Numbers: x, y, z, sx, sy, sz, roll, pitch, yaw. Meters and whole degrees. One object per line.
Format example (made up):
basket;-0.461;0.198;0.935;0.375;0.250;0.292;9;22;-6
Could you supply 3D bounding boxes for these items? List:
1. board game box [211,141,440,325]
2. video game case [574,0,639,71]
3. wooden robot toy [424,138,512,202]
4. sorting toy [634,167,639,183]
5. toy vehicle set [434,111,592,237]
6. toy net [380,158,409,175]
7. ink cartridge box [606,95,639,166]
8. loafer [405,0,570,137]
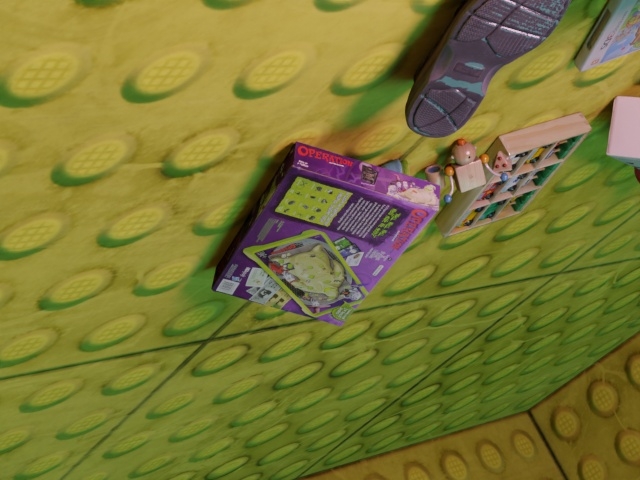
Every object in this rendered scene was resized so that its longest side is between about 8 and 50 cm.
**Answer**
board game box;0.000;0.000;2.053;0.208;0.056;0.347;20;145;-12
video game case;0.468;-0.320;2.058;0.212;0.023;0.193;-22;161;-19
wooden robot toy;0.201;-0.115;2.198;0.173;0.076;0.079;-21;123;-10
sorting toy;0.677;-0.210;2.572;0.126;0.127;0.365;-51;175;-36
toy vehicle set;0.303;-0.102;2.385;0.166;0.035;0.267;-18;159;-27
toy net;0.083;-0.016;2.171;0.045;0.122;0.232;3;148;-12
ink cartridge box;0.580;-0.159;2.398;0.172;0.100;0.237;9;180;29
loafer;0.190;-0.251;1.791;0.109;0.095;0.302;18;135;-23
